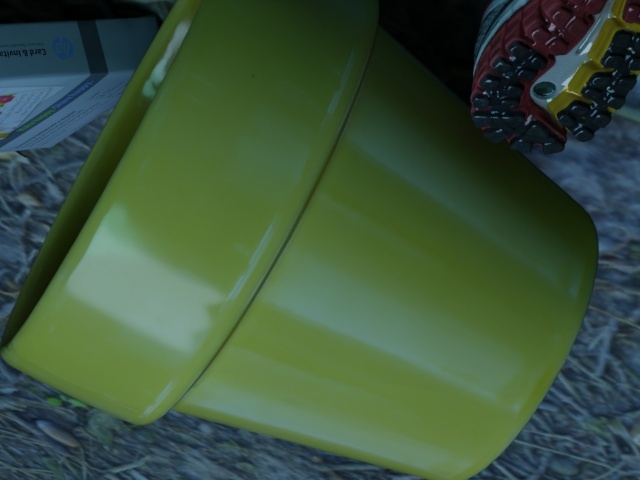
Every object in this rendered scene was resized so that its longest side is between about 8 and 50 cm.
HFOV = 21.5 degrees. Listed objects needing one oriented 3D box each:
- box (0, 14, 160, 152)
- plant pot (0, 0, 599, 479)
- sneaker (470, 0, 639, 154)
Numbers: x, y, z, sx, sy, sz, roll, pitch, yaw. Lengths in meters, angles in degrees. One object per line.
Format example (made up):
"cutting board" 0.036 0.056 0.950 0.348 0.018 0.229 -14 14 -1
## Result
"box" -0.202 -0.084 0.968 0.186 0.038 0.145 -8 169 -42
"plant pot" 0.000 0.000 0.860 0.239 0.254 0.254 28 147 -10
"sneaker" 0.132 -0.145 0.760 0.088 0.092 0.225 21 132 -22
